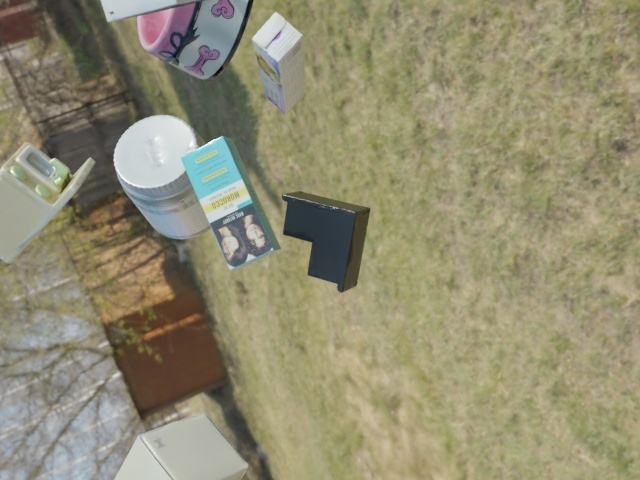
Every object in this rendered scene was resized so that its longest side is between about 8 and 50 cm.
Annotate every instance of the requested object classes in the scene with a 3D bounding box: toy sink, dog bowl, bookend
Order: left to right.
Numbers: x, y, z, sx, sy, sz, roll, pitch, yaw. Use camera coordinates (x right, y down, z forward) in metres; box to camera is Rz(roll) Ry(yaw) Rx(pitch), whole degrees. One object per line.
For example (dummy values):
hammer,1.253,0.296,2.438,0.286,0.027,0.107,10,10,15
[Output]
toy sink,-0.588,-0.098,1.476,0.131,0.234,0.153,41,-159,-21
dog bowl,-0.282,-0.566,1.611,0.408,0.150,0.408,-19,68,59
bookend,0.000,0.000,1.400,0.156,0.072,0.157,14,104,24

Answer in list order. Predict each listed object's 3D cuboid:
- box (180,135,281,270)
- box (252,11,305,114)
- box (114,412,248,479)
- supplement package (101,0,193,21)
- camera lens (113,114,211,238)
box,-0.176,-0.072,1.443,0.244,0.100,0.060,65,-169,3
box,-0.071,-0.315,1.353,0.063,0.067,0.324,42,176,4
box,-0.247,0.417,1.189,0.127,0.148,0.232,43,116,25
supplement package,-0.279,-0.498,1.264,0.149,0.203,0.194,-5,112,25
camera lens,-0.354,-0.145,1.780,0.219,0.219,0.274,57,174,26
